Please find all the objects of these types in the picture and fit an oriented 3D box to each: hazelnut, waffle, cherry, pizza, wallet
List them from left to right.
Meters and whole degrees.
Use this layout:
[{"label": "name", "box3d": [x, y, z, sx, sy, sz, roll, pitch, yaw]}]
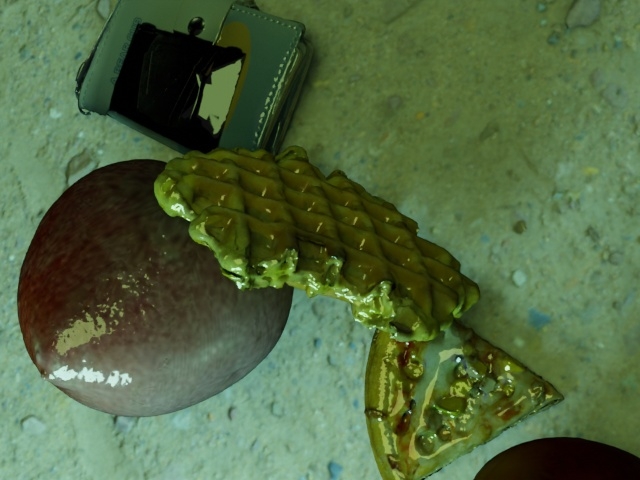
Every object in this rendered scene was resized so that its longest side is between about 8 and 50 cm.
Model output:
[{"label": "cherry", "box3d": [-0.151, 0.053, 1.221, 0.239, 0.206, 0.239, 0, 68, 1]}, {"label": "wallet", "box3d": [-0.124, -0.164, 1.337, 0.231, 0.069, 0.170, 26, 96, 25]}, {"label": "waffle", "box3d": [0.001, -0.002, 1.145, 0.291, 0.291, 0.051, 36, 111, 23]}, {"label": "pizza", "box3d": [0.116, 0.140, 1.202, 0.176, 0.036, 0.185, 12, 86, 23]}, {"label": "hazelnut", "box3d": [0.194, 0.239, 1.088, 0.208, 0.208, 0.208, -4, 79, 21]}]
